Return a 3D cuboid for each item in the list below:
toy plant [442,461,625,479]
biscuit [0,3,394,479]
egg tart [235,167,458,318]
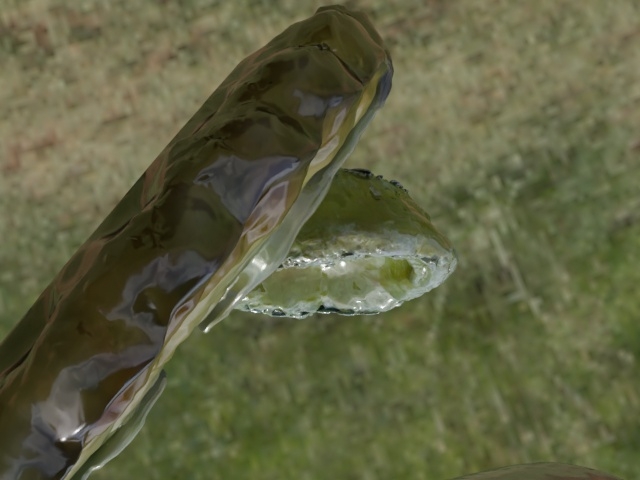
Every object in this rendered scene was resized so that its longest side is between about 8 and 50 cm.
[{"bbox_3d":[0.018,0.175,0.614,0.279,0.185,0.400,0,-175,27],"label":"toy plant"},{"bbox_3d":[-0.078,0.027,0.861,0.335,0.078,0.329,-53,-178,-27],"label":"biscuit"},{"bbox_3d":[0.000,0.000,1.297,0.197,0.078,0.197,2,168,0],"label":"egg tart"}]
